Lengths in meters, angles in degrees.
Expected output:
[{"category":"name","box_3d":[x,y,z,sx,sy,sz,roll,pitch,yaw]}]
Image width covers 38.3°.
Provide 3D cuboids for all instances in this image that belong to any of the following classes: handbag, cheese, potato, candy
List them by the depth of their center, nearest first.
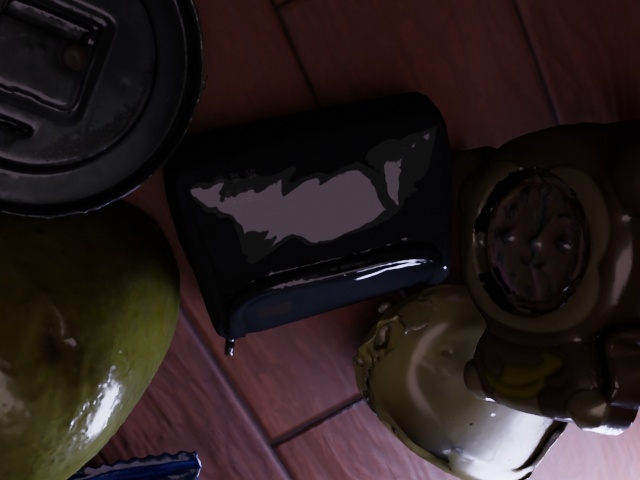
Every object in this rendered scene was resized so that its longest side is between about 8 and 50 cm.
[{"category":"potato","box_3d":[-0.259,0.080,0.919,0.213,0.280,0.330,-37,115,6]},{"category":"handbag","box_3d":[0.001,0.000,1.002,0.302,0.178,0.275,-13,116,-8]},{"category":"cheese","box_3d":[0.182,0.172,1.160,0.316,0.128,0.259,23,97,-27]},{"category":"candy","box_3d":[-0.215,0.401,1.185,0.187,0.077,0.331,-11,118,-7]}]

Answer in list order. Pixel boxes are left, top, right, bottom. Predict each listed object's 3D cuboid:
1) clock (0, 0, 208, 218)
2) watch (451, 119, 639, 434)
[{"category":"clock","box_3d":[-0.264,-0.176,0.867,0.313,0.061,0.312,-2,96,-22]},{"category":"watch","box_3d":[0.340,0.028,1.039,0.327,0.314,0.335,3,90,-34]}]
